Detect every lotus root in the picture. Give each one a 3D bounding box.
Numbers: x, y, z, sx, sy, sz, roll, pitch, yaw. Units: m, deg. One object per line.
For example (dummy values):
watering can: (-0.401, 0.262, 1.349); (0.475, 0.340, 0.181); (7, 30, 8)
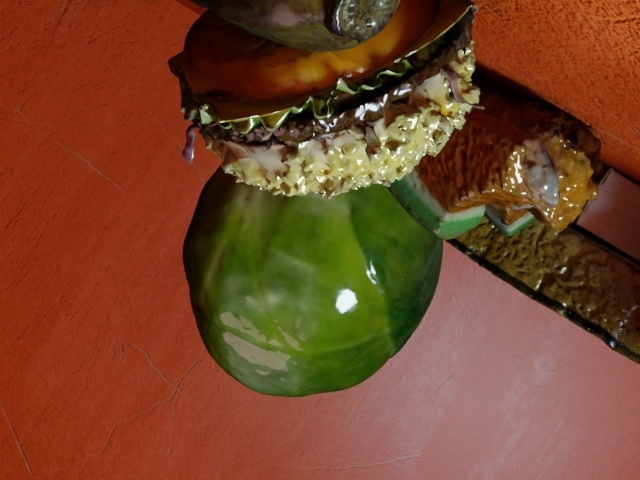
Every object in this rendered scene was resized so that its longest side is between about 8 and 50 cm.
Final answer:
lotus root: (-0.033, -0.202, 1.119); (0.124, 0.123, 0.241); (10, -168, -42)

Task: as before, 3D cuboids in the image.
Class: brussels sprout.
brussels sprout: (0.004, -0.002, 1.841); (0.281, 0.354, 0.289); (8, 140, 21)

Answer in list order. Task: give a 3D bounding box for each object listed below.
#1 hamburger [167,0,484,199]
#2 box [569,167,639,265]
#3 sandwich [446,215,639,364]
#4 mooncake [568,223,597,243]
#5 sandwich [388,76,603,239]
hamburger: (0.003, -0.123, 1.239); (0.261, 0.243, 0.138); (-121, 11, -60)
box: (0.391, 0.000, 1.873); (0.199, 0.081, 0.135); (33, -178, 5)
sandwich: (0.314, 0.054, 1.876); (0.273, 0.095, 0.249); (34, -176, 40)
mooncake: (0.391, 0.015, 2.186); (0.228, 0.124, 0.228); (29, -178, -1)
sandwich: (0.162, -0.072, 1.665); (0.250, 0.162, 0.301); (45, 171, -18)
